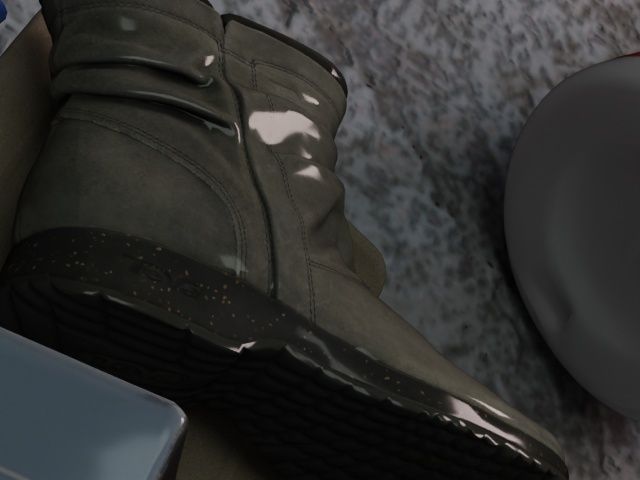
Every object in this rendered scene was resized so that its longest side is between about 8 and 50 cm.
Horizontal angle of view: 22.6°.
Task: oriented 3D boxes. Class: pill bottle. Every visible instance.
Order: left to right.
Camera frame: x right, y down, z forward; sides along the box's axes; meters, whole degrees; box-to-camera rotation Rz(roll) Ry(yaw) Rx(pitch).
[{"bbox_3d":[0.238,-0.028,0.745,0.283,0.161,0.161,-17,79,-34],"label":"pill bottle"}]

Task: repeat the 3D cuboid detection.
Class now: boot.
[{"bbox_3d":[0.000,0.000,0.585,0.246,0.083,0.161,29,49,-29],"label":"boot"}]

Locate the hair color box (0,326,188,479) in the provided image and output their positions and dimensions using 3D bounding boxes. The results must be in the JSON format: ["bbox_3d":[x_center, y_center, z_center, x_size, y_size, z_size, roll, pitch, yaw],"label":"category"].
[{"bbox_3d":[-0.156,0.203,0.344,0.113,0.185,0.375,24,68,3],"label":"hair color box"}]

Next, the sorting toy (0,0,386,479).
[{"bbox_3d":[-0.077,0.029,0.591,0.347,0.047,0.196,43,50,-16],"label":"sorting toy"}]
